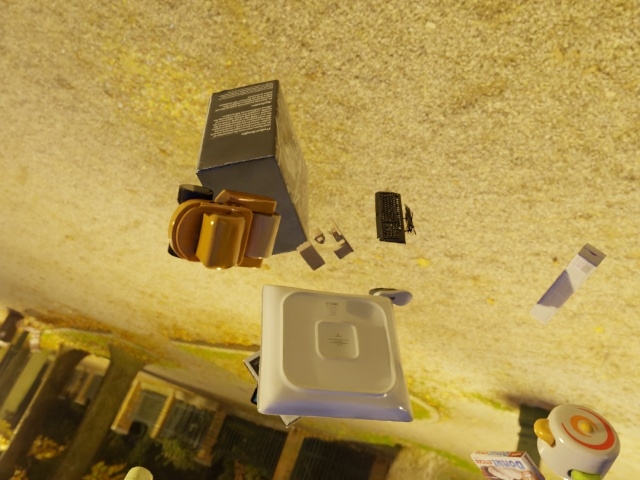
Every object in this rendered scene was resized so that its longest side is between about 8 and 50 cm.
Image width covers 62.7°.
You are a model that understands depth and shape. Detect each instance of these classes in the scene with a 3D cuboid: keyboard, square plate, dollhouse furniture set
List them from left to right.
[{"bbox_3d":[0.000,0.000,1.771,0.144,0.151,0.123,53,-175,-46],"label":"dollhouse furniture set"},{"bbox_3d":[0.033,0.243,1.222,0.346,0.344,0.049,7,136,-11],"label":"square plate"},{"bbox_3d":[0.190,-0.069,1.326,0.100,0.192,0.038,6,134,-3],"label":"keyboard"}]

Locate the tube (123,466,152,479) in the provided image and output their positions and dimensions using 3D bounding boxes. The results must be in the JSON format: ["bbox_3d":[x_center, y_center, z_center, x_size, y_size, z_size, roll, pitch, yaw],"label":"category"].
[{"bbox_3d":[-0.429,0.584,1.111,0.062,0.070,0.240,1,-162,5],"label":"tube"}]

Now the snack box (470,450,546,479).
[{"bbox_3d":[0.383,0.467,1.085,0.064,0.022,0.178,55,154,7],"label":"snack box"}]

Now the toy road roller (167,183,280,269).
[{"bbox_3d":[-0.246,-0.016,1.425,0.329,0.203,0.240,6,-165,-32],"label":"toy road roller"}]

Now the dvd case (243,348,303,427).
[{"bbox_3d":[-0.087,0.394,1.522,0.239,0.179,0.030,48,154,30],"label":"dvd case"}]

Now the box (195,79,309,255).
[{"bbox_3d":[-0.234,-0.267,2.019,0.297,0.472,0.480,-9,138,10],"label":"box"}]

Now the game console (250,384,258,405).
[{"bbox_3d":[-0.144,0.481,1.659,0.107,0.071,0.122,-29,133,22],"label":"game console"}]

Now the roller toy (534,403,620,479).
[{"bbox_3d":[0.727,0.567,1.484,0.209,0.191,0.146,36,131,38],"label":"roller toy"}]

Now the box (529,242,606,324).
[{"bbox_3d":[0.732,0.136,1.571,0.067,0.063,0.324,40,146,23],"label":"box"}]

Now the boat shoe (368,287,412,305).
[{"bbox_3d":[0.194,0.150,1.444,0.142,0.049,0.040,6,-156,-36],"label":"boat shoe"}]
